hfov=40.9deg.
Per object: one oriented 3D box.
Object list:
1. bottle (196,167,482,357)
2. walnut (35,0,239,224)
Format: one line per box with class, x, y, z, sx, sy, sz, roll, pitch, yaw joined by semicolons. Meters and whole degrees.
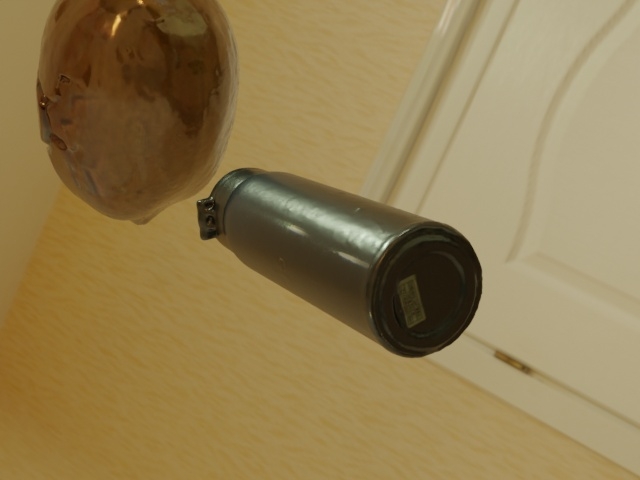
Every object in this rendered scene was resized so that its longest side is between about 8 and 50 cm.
bottle;0.000;0.000;0.535;0.082;0.244;0.072;-16;-70;-26
walnut;-0.184;-0.135;0.861;0.203;0.203;0.298;-33;-38;-47
